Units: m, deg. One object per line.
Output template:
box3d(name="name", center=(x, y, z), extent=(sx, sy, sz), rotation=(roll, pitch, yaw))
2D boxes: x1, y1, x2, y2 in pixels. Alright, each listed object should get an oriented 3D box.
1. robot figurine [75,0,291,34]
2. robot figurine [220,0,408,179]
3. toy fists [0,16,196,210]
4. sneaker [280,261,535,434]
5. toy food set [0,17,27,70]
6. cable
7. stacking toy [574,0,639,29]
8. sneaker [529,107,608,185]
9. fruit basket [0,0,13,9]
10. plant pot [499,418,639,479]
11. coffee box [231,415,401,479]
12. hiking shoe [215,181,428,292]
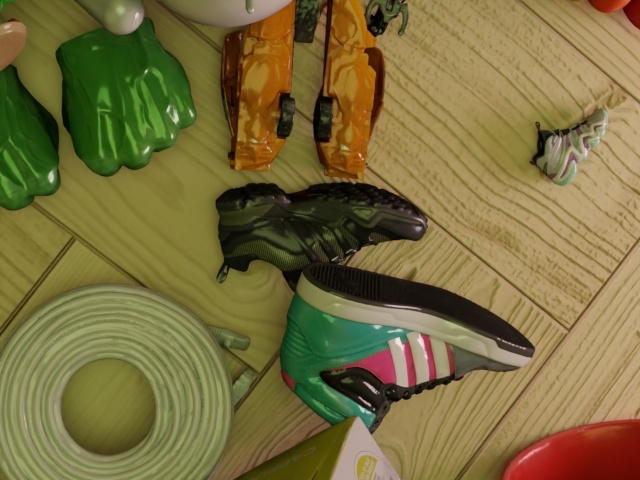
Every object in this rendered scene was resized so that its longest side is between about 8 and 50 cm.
box3d(name="robot figurine", center=(-0.127, -0.331, 1.323), extent=(0.300, 0.200, 0.353), rotation=(-50, 55, 0))
box3d(name="robot figurine", center=(-0.016, -0.214, 1.467), extent=(0.211, 0.085, 0.291), rotation=(5, 94, -10))
box3d(name="toy fists", center=(-0.266, -0.116, 1.428), extent=(0.279, 0.096, 0.142), rotation=(-19, 84, -7))
box3d(name="sneaker", center=(0.078, 0.142, 1.492), extent=(0.295, 0.124, 0.178), rotation=(16, 109, -28))
box3d(name="toy food set", center=(-0.318, -0.182, 1.345), extent=(0.083, 0.082, 0.020), rotation=(-35, 79, -25))
box3d(name="cable", center=(-0.216, 0.172, 1.449), extent=(0.257, 0.089, 0.257), rotation=(25, 85, -8))
box3d(name="stacking toy", center=(0.265, -0.312, 1.490), extent=(0.330, 0.141, 0.141), rotation=(20, 90, -14))
box3d(name="sneaker", center=(0.268, -0.116, 1.545), extent=(0.069, 0.038, 0.098), rotation=(33, 88, -11))
box3d(name="fruit basket", center=(-0.442, -0.389, 1.289), extent=(0.283, 0.392, 0.392), rotation=(-34, 99, -3))
box3d(name="plant pot", center=(0.340, 0.354, 1.490), extent=(0.275, 0.275, 0.243), rotation=(-11, 105, -9))
box3d(name="coffee box", center=(-0.041, 0.428, 1.329), extent=(0.337, 0.338, 0.334), rotation=(-31, 98, 17))
box3d(name="hiking shoe", center=(0.000, 0.000, 1.497), extent=(0.227, 0.086, 0.114), rotation=(2, 108, -5))
